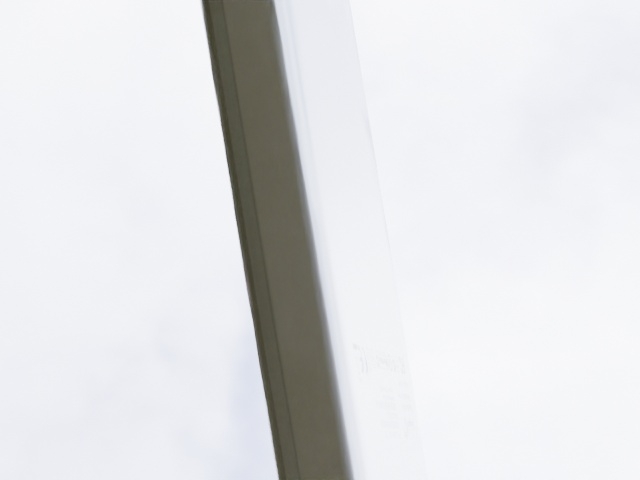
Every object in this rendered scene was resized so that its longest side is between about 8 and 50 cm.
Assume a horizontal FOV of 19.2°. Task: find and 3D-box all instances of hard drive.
[{"bbox_3d":[0.000,0.000,0.996,0.047,0.233,0.353,-10,-98,10],"label":"hard drive"}]
